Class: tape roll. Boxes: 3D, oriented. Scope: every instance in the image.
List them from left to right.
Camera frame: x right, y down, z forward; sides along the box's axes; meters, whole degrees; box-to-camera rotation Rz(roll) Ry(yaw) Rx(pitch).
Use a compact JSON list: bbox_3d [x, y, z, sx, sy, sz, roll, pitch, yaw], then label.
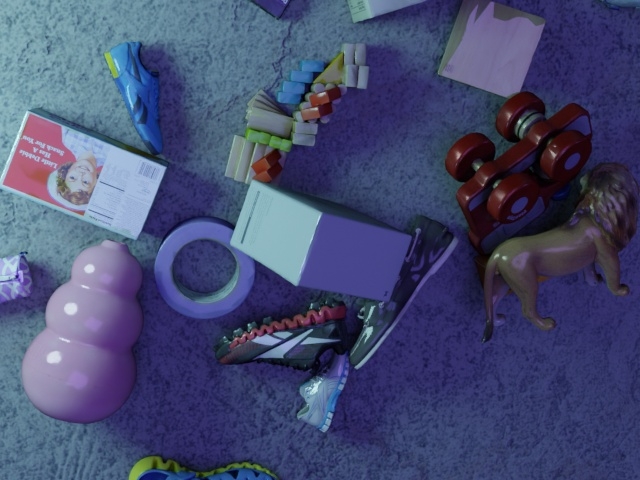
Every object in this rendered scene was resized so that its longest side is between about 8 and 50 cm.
[{"bbox_3d":[-0.222,0.050,1.590,0.189,0.080,0.188,-2,102,-9],"label":"tape roll"}]

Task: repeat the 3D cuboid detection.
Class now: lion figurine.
[{"bbox_3d":[0.447,0.023,1.573,0.392,0.142,0.240,-26,115,-12],"label":"lion figurine"}]

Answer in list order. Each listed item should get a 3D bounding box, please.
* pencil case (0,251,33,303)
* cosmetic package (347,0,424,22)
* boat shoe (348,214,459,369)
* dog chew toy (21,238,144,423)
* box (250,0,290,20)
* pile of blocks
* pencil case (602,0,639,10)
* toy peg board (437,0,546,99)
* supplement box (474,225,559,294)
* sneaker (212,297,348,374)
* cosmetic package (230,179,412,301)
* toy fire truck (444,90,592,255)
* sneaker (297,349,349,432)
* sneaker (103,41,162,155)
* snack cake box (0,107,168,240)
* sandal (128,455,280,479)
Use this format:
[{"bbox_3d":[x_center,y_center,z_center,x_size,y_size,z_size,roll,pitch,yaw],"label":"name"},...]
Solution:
[{"bbox_3d":[-0.636,0.085,1.528,0.206,0.088,0.086,-14,101,-5],"label":"pencil case"},{"bbox_3d":[0.081,-0.558,1.477,0.113,0.160,0.309,-19,104,-5],"label":"cosmetic package"},{"bbox_3d":[0.143,0.100,1.651,0.095,0.112,0.335,37,88,4],"label":"boat shoe"},{"bbox_3d":[-0.421,0.161,1.526,0.207,0.206,0.331,16,91,-12],"label":"dog chew toy"},{"bbox_3d":[-0.082,-0.507,1.527,0.116,0.029,0.162,31,96,-13],"label":"box"},{"bbox_3d":[-0.045,-0.242,1.543,0.149,0.112,0.362,39,93,-14],"label":"pile of blocks"},{"bbox_3d":[0.618,-0.582,1.580,0.124,0.113,0.273,1,101,-19],"label":"pencil case"},{"bbox_3d":[0.328,-0.371,1.606,0.161,0.079,0.161,19,98,4],"label":"toy peg board"},{"bbox_3d":[0.441,0.038,1.693,0.233,0.080,0.078,-21,106,-7],"label":"supplement box"},{"bbox_3d":[-0.068,0.210,1.625,0.276,0.097,0.135,-16,84,-6],"label":"sneaker"},{"bbox_3d":[0.000,0.000,1.501,0.224,0.225,0.138,13,101,-41],"label":"cosmetic package"},{"bbox_3d":[0.397,-0.122,1.606,0.302,0.169,0.254,-38,144,-1],"label":"toy fire truck"},{"bbox_3d":[0.003,0.294,1.681,0.083,0.071,0.190,17,98,-6],"label":"sneaker"},{"bbox_3d":[-0.321,-0.262,1.519,0.082,0.069,0.209,-23,103,-8],"label":"sneaker"},{"bbox_3d":[-0.430,-0.121,1.519,0.264,0.089,0.152,22,99,-12],"label":"snack cake box"},{"bbox_3d":[-0.224,0.518,1.654,0.318,0.138,0.126,5,98,-12],"label":"sandal"}]
